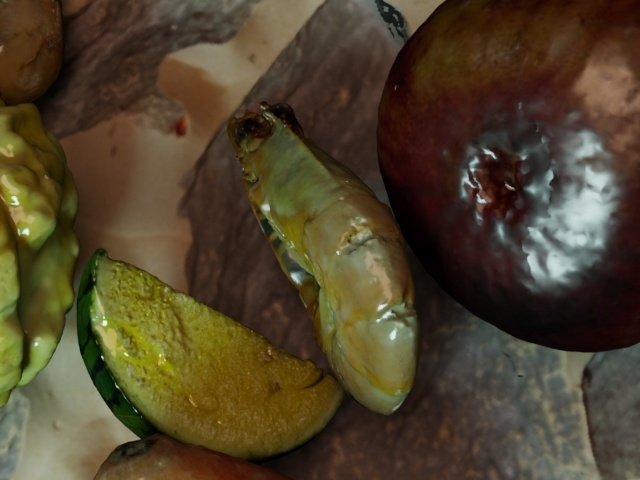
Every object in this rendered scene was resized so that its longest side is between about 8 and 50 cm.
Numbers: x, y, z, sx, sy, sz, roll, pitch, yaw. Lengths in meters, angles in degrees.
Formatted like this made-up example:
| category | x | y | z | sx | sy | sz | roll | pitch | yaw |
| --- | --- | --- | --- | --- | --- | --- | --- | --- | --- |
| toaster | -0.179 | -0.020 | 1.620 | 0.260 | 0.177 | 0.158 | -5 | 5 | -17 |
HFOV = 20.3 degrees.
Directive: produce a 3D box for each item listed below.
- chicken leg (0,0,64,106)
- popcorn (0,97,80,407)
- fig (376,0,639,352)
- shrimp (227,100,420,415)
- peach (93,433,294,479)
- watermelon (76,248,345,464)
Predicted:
| category | x | y | z | sx | sy | sz | roll | pitch | yaw |
| --- | --- | --- | --- | --- | --- | --- | --- | --- | --- |
| chicken leg | -0.225 | -0.177 | 1.218 | 0.101 | 0.085 | 0.207 | -10 | 63 | 18 |
| popcorn | -0.249 | 0.013 | 1.103 | 0.181 | 0.216 | 0.235 | 3 | 37 | -26 |
| fig | 0.151 | -0.052 | 1.060 | 0.235 | 0.214 | 0.235 | 2 | 100 | 11 |
| shrimp | -0.001 | 0.000 | 1.106 | 0.061 | 0.145 | 0.267 | -20 | 46 | -17 |
| peach | -0.070 | 0.217 | 1.001 | 0.232 | 0.232 | 0.232 | -3 | 73 | 9 |
| watermelon | -0.084 | 0.091 | 1.098 | 0.181 | 0.075 | 0.092 | 28 | 64 | -18 |
